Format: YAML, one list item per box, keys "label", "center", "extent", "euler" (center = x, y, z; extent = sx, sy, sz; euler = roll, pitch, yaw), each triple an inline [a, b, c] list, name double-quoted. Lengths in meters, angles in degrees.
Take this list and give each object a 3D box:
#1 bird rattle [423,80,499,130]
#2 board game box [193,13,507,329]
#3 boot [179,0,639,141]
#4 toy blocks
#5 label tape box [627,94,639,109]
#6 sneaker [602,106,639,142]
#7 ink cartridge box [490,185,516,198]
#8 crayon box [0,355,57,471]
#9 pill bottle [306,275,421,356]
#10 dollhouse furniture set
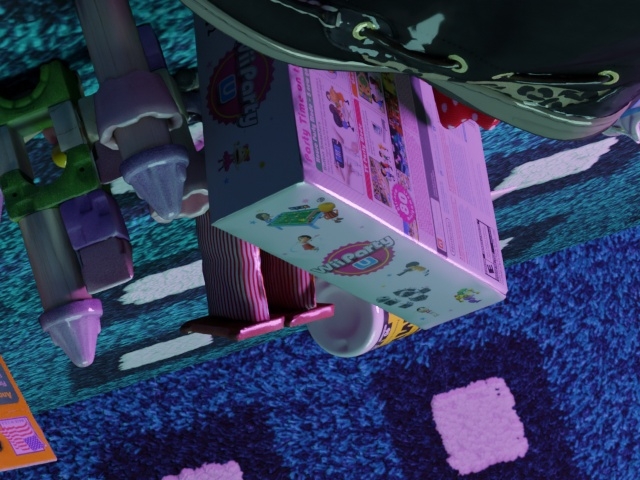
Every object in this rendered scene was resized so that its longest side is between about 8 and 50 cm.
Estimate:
- label: "bird rattle"
  center: [0.195, -0.199, 1.124]
  extent: [0.253, 0.207, 0.143]
  euler: [-18, 136, 41]
- label: "board game box"
  center: [0.031, -0.077, 1.143]
  extent: [0.097, 0.224, 0.303]
  euler: [-24, 148, 29]
- label: "boot"
  center: [0.097, -0.192, 0.832]
  extent: [0.377, 0.138, 0.284]
  euler: [21, 160, -16]
- label: "toy blocks"
  center: [-0.213, -0.017, 1.143]
  extent: [0.288, 0.260, 0.309]
  euler: [-20, 168, 4]
- label: "label tape box"
  center: [0.383, -0.221, 1.513]
  extent: [0.249, 0.115, 0.348]
  euler: [-16, 167, -5]
- label: "sneaker"
  center: [0.437, -0.178, 1.867]
  extent: [0.087, 0.092, 0.229]
  euler: [-20, 170, -5]
- label: "ink cartridge box"
  center: [0.058, -0.043, 1.774]
  extent: [0.353, 0.119, 0.207]
  euler: [-25, 175, 28]
- label: "crayon box"
  center: [-0.391, 0.088, 1.162]
  extent: [0.083, 0.323, 0.203]
  euler: [-41, 160, 22]
- label: "pill bottle"
  center: [0.083, 0.073, 1.739]
  extent: [0.119, 0.119, 0.208]
  euler: [-28, 172, 38]
- label: "dollhouse furniture set"
  center: [0.000, 0.000, 1.449]
  extent: [0.152, 0.201, 0.374]
  euler: [-11, -173, -39]
